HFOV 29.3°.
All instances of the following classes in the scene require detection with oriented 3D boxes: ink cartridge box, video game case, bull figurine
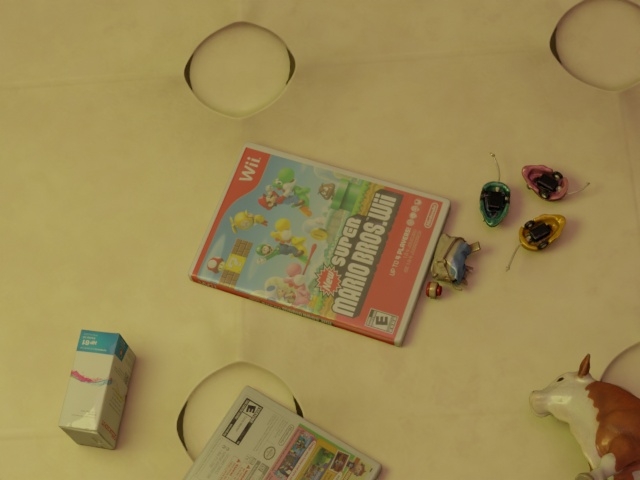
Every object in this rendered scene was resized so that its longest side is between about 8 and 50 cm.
[{"bbox_3d":[-0.266,0.179,1.463,0.052,0.088,0.122,5,67,8],"label":"ink cartridge box"},{"bbox_3d":[-0.064,0.303,1.424,0.193,0.023,0.212,28,71,17],"label":"video game case"},{"bbox_3d":[0.000,0.000,1.553,0.285,0.025,0.204,17,69,13],"label":"video game case"},{"bbox_3d":[0.361,0.256,1.337,0.310,0.101,0.188,29,43,11],"label":"bull figurine"}]

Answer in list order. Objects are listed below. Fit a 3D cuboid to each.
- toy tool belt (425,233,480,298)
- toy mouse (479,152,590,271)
[{"bbox_3d":[0.164,0.035,1.507,0.051,0.052,0.083,10,68,19],"label":"toy tool belt"},{"bbox_3d":[0.254,-0.052,1.547,0.161,0.031,0.143,-33,67,-9],"label":"toy mouse"}]
